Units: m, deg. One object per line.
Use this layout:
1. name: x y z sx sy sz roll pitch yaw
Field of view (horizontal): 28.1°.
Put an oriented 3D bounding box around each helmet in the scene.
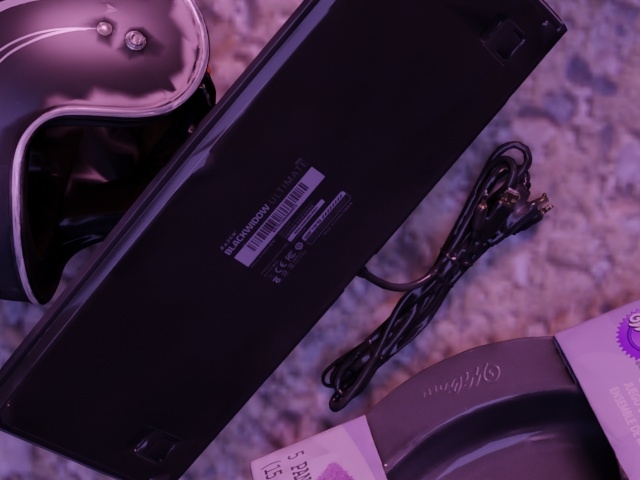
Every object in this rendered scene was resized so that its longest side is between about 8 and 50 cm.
1. helmet: -0.135 -0.060 0.587 0.161 0.169 0.169 -26 99 -13

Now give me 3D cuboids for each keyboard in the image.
1. keyboard: 0.000 0.000 0.625 0.317 0.033 0.201 -49 130 8

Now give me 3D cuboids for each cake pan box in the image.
1. cake pan box: 0.110 0.167 0.596 0.245 0.267 0.070 -21 136 3
